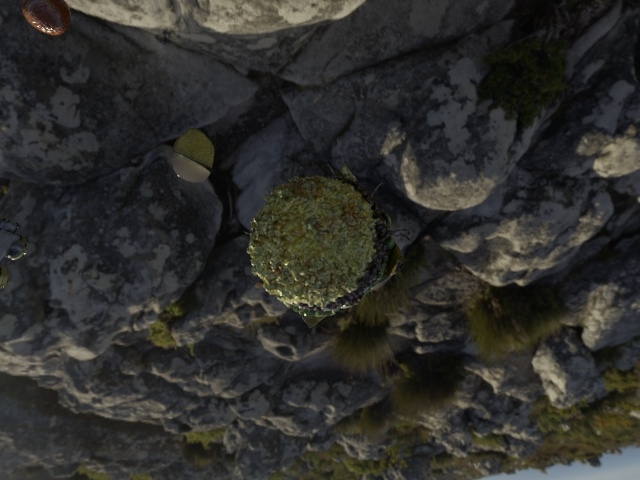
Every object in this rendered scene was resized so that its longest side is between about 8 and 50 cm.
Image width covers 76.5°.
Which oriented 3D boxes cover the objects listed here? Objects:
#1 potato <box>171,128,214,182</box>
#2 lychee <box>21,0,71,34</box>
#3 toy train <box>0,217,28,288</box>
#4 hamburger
[{"bbox_3d":[-0.292,-0.197,0.931,0.096,0.103,0.066,33,135,-28],"label":"potato"},{"bbox_3d":[-0.706,-0.599,1.056,0.115,0.140,0.101,-29,147,3],"label":"lychee"},{"bbox_3d":[-0.434,0.058,0.477,0.081,0.202,0.060,22,166,19],"label":"toy train"},{"bbox_3d":[0.000,0.000,0.641,0.262,0.243,0.139,-37,156,14],"label":"hamburger"}]
